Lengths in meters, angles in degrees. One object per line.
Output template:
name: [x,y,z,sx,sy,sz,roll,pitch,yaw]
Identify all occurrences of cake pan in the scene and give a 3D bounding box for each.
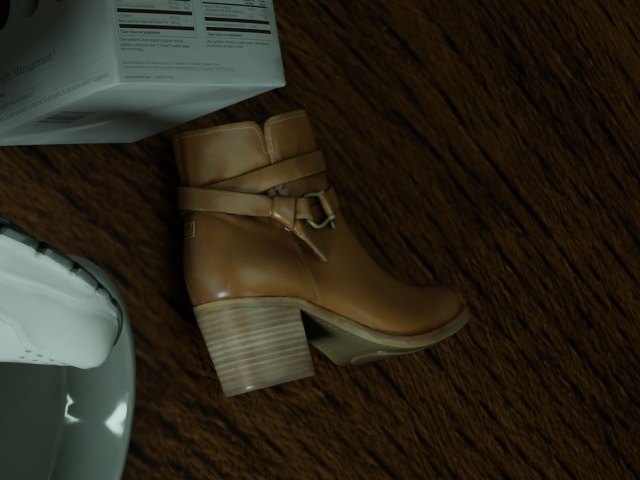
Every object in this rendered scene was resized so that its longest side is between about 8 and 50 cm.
cake pan: [-0.211,0.146,0.887,0.293,0.054,0.293,13,90,-71]

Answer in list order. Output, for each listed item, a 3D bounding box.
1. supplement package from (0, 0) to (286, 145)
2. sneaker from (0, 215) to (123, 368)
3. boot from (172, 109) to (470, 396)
supplement package: [-0.154,-0.187,1.005,0.149,0.194,0.203,-5,84,-44]
sneaker: [-0.236,0.029,0.644,0.297,0.111,0.129,13,88,-26]
boot: [0.000,0.000,1.185,0.283,0.109,0.220,-10,84,-36]
